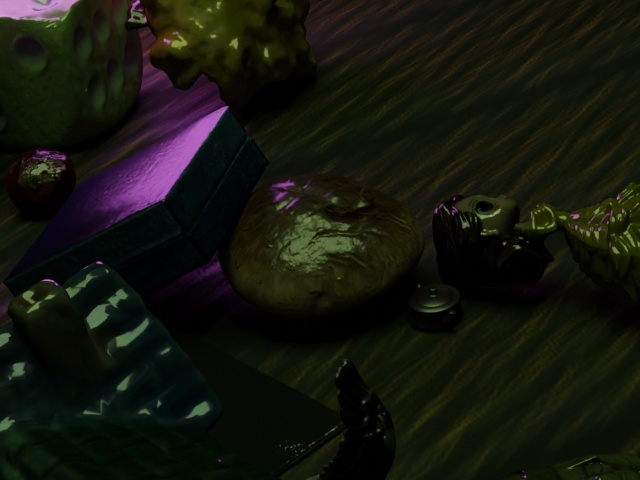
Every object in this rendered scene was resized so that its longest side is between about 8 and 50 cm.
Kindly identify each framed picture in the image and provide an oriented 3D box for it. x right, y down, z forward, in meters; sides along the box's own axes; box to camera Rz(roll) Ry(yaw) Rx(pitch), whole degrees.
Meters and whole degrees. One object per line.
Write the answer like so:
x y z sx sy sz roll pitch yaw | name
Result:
-0.162 0.211 1.747 0.244 0.013 0.324 -31 36 -33 | framed picture

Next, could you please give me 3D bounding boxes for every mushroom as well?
0.000 0.000 1.923 0.278 0.146 0.278 -8 30 5 | mushroom

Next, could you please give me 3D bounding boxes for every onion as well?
-0.415 -0.087 2.252 0.107 0.097 0.107 -7 60 13 | onion

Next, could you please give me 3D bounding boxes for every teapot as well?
0.138 0.075 1.859 0.068 0.045 0.100 -20 33 -21 | teapot

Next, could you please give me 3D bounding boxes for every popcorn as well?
-0.146 -0.370 2.447 0.316 0.297 0.281 -27 1 -40 | popcorn

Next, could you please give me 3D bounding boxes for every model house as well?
-0.213 0.273 1.239 0.395 0.400 0.445 -34 38 -26 | model house

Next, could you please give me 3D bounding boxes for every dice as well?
-0.455 -0.307 2.473 0.249 0.254 0.252 0 33 21 | dice

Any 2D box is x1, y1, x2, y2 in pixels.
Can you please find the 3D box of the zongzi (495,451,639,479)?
0.225 0.323 1.353 0.251 0.125 0.274 -15 41 -5 | zongzi

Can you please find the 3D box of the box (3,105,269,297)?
-0.236 -0.027 1.965 0.279 0.116 0.261 -24 20 28 | box

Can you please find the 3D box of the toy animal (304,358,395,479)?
0.036 0.260 1.504 0.197 0.272 0.160 14 -11 -43 | toy animal

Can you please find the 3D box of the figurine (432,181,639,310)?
0.288 -0.007 1.834 0.315 0.168 0.187 7 43 23 | figurine
